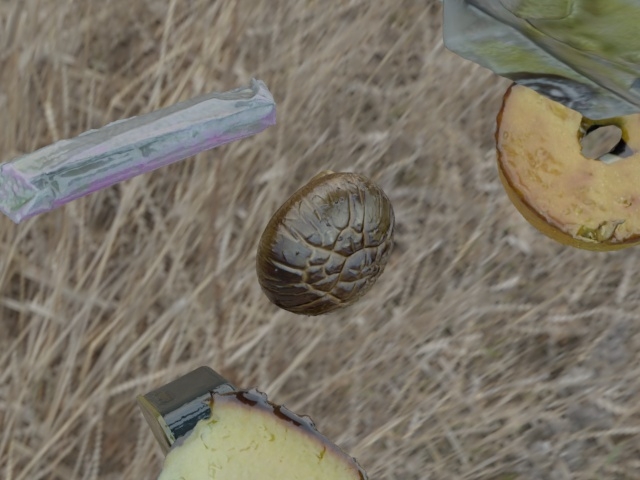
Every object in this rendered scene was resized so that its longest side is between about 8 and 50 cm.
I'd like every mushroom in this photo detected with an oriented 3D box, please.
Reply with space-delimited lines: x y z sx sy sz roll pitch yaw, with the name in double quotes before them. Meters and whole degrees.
"mushroom" 0.007 0.004 1.376 0.085 0.126 0.109 22 59 24

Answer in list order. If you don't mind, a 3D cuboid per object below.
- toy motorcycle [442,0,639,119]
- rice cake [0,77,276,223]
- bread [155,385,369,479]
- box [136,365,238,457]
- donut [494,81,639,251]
"toy motorcycle" 0.149 -0.111 0.680 0.340 0.223 0.108 19 67 -42
"rice cake" -0.157 -0.081 1.584 0.270 0.055 0.049 -22 120 -23
"bread" -0.049 0.210 1.567 0.160 0.169 0.140 33 80 -11
"box" -0.104 0.237 1.913 0.090 0.144 0.201 -29 103 -12
"donut" 0.306 -0.101 1.938 0.253 0.118 0.253 0 73 -1
